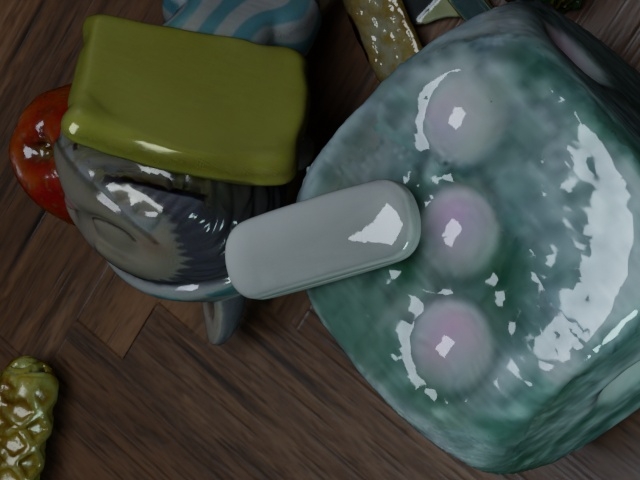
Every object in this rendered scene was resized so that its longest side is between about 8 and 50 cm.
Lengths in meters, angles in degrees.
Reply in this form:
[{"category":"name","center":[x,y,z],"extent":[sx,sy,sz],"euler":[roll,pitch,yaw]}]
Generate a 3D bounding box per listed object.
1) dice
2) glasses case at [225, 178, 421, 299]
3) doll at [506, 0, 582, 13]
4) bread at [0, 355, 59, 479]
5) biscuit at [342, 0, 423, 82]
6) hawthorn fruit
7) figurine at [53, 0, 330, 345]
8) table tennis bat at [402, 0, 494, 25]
[{"category":"dice","center":[0.195,-0.005,1.677],"extent":[0.328,0.330,0.348],"euler":[-45,67,19]},{"category":"glasses case","center":[0.000,0.000,1.568],"extent":[0.193,0.049,0.074],"euler":[-17,79,28]},{"category":"doll","center":[0.236,-0.251,1.799],"extent":[0.078,0.113,0.076],"euler":[-23,113,25]},{"category":"bread","center":[-0.377,0.316,2.111],"extent":[0.077,0.084,0.367],"euler":[12,92,-12]},{"category":"biscuit","center":[0.067,-0.232,1.922],"extent":[0.071,0.018,0.147],"euler":[-29,81,37]},{"category":"hawthorn fruit","center":[-0.262,-0.100,2.018],"extent":[0.189,0.189,0.189],"euler":[-2,86,28]},{"category":"figurine","center":[-0.144,-0.084,1.919],"extent":[0.266,0.361,0.377],"euler":[25,141,4]},{"category":"table tennis bat","center":[0.131,-0.292,1.900],"extent":[0.173,0.022,0.301],"euler":[-45,68,21]}]
